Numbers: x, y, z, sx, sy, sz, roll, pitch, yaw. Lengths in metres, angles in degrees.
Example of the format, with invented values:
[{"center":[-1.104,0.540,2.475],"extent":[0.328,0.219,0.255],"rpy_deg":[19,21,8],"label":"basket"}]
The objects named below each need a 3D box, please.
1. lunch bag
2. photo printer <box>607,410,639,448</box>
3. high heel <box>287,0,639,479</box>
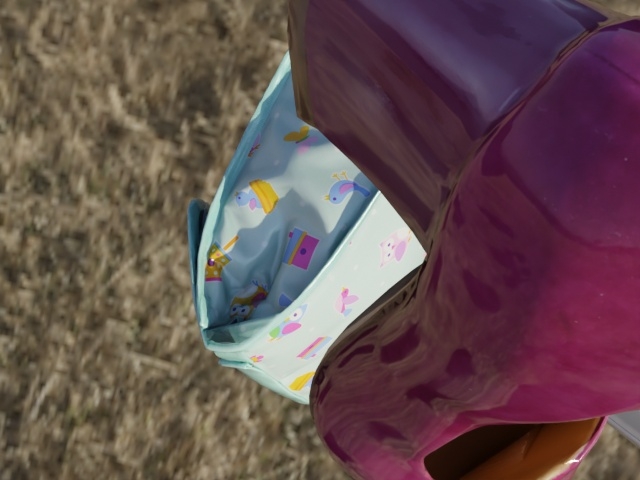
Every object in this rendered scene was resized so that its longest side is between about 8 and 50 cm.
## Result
[{"center":[0.000,0.000,1.411],"extent":[0.160,0.223,0.262],"rpy_deg":[25,82,21],"label":"lunch bag"},{"center":[0.439,0.218,2.024],"extent":[0.256,0.107,0.307],"rpy_deg":[29,5,-30],"label":"photo printer"},{"center":[0.087,0.057,0.571],"extent":[0.127,0.377,0.181],"rpy_deg":[-41,61,-10],"label":"high heel"}]
